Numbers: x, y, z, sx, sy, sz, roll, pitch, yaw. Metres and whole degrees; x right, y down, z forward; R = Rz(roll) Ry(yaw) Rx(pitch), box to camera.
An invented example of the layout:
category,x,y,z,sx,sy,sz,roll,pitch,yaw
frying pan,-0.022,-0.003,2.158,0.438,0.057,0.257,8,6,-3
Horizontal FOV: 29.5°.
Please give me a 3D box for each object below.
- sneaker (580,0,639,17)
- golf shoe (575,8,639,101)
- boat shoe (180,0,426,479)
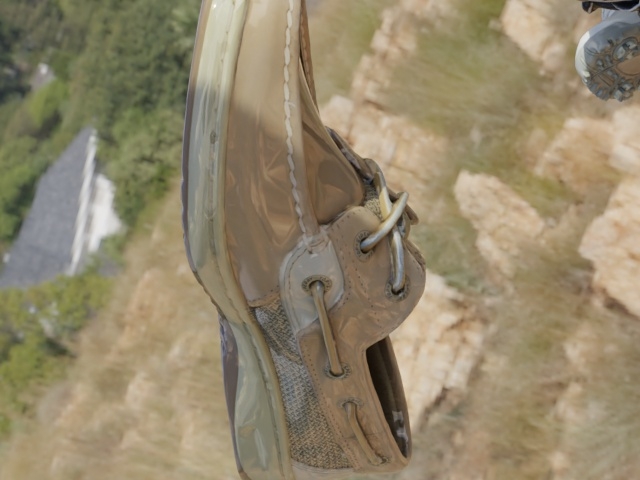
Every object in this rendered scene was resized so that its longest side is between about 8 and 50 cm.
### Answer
category,x,y,z,sx,sy,sz,roll,pitch,yaw
sneaker,0.211,-0.159,0.685,0.147,0.330,0.130,-43,-11,-17
golf shoe,0.210,-0.149,0.824,0.086,0.176,0.069,47,131,20
boat shoe,0.000,0.000,0.626,0.121,0.110,0.341,-82,-9,-45
